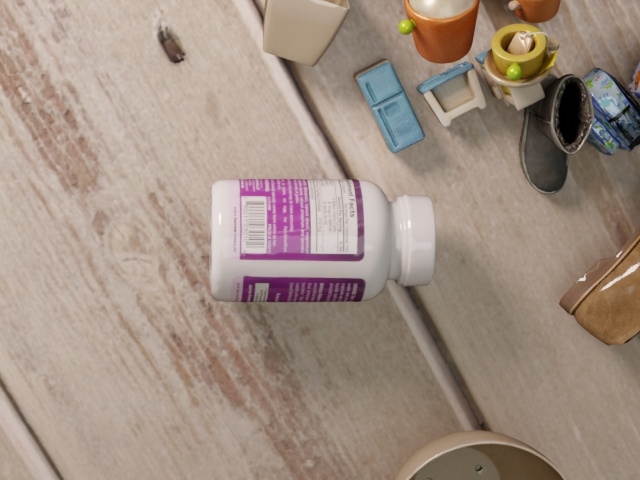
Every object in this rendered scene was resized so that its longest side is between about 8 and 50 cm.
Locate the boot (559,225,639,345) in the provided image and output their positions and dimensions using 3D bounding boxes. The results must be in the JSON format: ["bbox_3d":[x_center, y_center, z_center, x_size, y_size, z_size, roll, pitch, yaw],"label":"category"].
[{"bbox_3d":[0.487,0.023,1.950,0.305,0.112,0.115,-47,70,13],"label":"boot"}]

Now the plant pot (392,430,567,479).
[{"bbox_3d":[0.213,0.389,1.976,0.284,0.191,0.284,-1,103,-6],"label":"plant pot"}]

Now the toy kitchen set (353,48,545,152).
[{"bbox_3d":[0.170,-0.209,1.854,0.207,0.166,0.122,-27,104,0],"label":"toy kitchen set"}]

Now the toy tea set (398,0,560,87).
[{"bbox_3d":[0.233,-0.354,1.789,0.200,0.336,0.124,11,144,16],"label":"toy tea set"}]

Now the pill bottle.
[{"bbox_3d":[0.000,0.000,1.881,0.301,0.169,0.169,1,102,-6],"label":"pill bottle"}]

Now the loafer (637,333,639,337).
[{"bbox_3d":[0.613,0.111,2.014,0.319,0.112,0.112,5,63,-1],"label":"loafer"}]

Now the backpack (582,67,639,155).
[{"bbox_3d":[0.396,-0.177,1.917,0.084,0.105,0.114,-37,101,3],"label":"backpack"}]

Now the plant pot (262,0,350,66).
[{"bbox_3d":[-0.030,-0.296,1.851,0.109,0.109,0.096,17,112,-10],"label":"plant pot"}]

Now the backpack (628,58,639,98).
[{"bbox_3d":[0.553,-0.239,1.837,0.213,0.263,0.277,19,98,-13],"label":"backpack"}]

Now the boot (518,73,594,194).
[{"bbox_3d":[0.324,-0.139,1.864,0.076,0.208,0.190,-11,103,-6],"label":"boot"}]
